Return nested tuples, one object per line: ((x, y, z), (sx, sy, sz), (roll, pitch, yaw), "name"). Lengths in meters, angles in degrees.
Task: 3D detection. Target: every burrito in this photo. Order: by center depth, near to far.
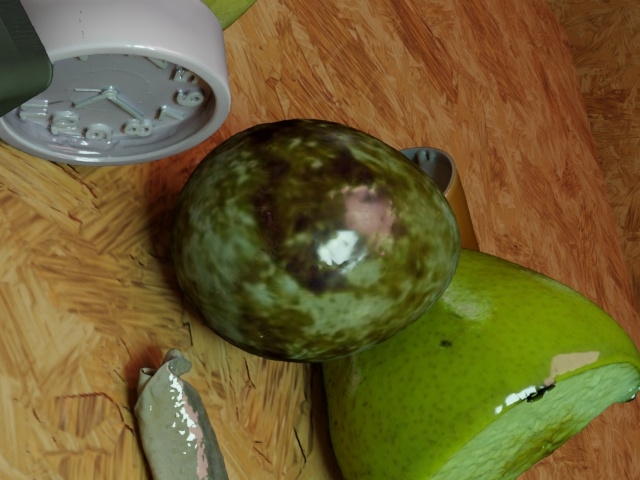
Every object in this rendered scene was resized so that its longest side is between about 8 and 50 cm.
((-0.101, 0.229, 0.776), (0.082, 0.059, 0.275), (-10, 80, -69), "burrito")

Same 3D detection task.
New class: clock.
((-0.175, -0.133, 0.741), (0.197, 0.197, 0.068), (22, 54, -54), "clock")

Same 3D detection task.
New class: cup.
((0.130, 0.000, 1.256), (0.264, 0.182, 0.226), (59, -3, -33), "cup")

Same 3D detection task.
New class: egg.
((0.000, 0.000, 0.879), (0.238, 0.290, 0.238), (179, -90, -77), "egg")

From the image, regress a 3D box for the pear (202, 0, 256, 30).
((-0.161, -0.313, 0.797), (0.304, 0.304, 0.303), (40, 40, -43), "pear")

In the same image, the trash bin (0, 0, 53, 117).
((-0.304, -0.094, 0.521), (0.122, 0.164, 0.240), (64, 29, -9), "trash bin")

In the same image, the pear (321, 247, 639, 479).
((0.133, 0.127, 1.020), (0.238, 0.342, 0.318), (40, 12, -49), "pear")
